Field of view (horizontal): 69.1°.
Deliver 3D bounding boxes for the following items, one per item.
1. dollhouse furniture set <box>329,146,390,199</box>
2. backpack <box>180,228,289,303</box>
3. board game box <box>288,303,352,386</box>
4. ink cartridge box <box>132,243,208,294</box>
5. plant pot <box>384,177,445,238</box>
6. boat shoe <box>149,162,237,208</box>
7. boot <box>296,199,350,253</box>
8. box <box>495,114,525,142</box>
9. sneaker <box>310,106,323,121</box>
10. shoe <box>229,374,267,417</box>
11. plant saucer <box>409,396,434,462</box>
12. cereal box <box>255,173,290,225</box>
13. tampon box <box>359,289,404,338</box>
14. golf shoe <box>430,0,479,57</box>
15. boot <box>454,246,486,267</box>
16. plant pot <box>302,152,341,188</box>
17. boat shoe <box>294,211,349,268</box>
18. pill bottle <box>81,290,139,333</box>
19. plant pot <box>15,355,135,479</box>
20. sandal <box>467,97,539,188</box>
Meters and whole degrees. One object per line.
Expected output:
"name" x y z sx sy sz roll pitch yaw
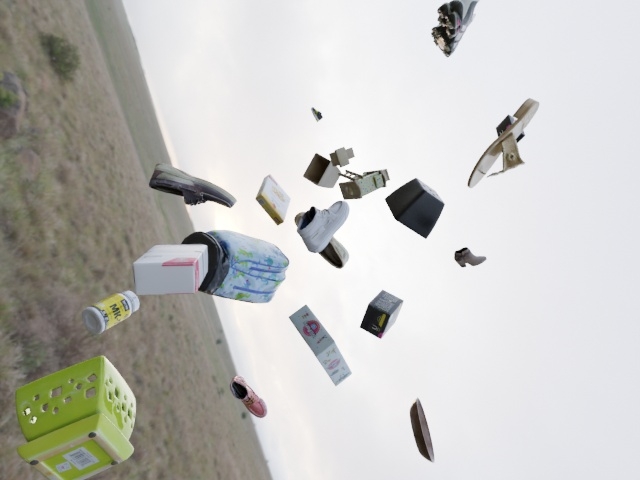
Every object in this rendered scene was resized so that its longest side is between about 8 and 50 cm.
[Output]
"dollhouse furniture set" 0.145 -0.233 1.441 0.101 0.182 0.160 4 -62 58
"backpack" -0.283 0.096 1.642 0.355 0.273 0.290 41 -2 -43
"board game box" 0.004 0.430 1.897 0.224 0.098 0.303 48 -10 40
"ink cartridge box" -0.405 0.075 1.279 0.218 0.159 0.092 -111 -159 -76
"plant pot" 0.413 -0.150 1.973 0.167 0.188 0.187 -49 -153 22
"boat shoe" -0.409 -0.155 1.486 0.103 0.285 0.092 113 0 -76
"boot" 0.011 -0.084 1.671 0.095 0.258 0.123 1 -43 40
"box" 0.597 -0.343 1.464 0.062 0.052 0.083 -51 -158 44
"sneaker" -0.013 -0.515 1.887 0.031 0.035 0.083 58 8 -59
"shoe" -0.251 0.549 1.609 0.178 0.063 0.081 52 -3 3
"plant saucer" 0.318 0.602 1.473 0.198 0.036 0.198 -17 90 -76
"cereal box" -0.223 -0.199 2.223 0.173 0.047 0.240 51 24 -24
"tampon box" 0.247 0.293 1.858 0.102 0.161 0.120 26 -63 20
"golf shoe" 0.420 -0.659 1.435 0.105 0.120 0.273 56 5 2
"boot" 0.582 0.060 1.815 0.042 0.119 0.087 -95 161 -55
"plant pot" 0.017 -0.262 1.814 0.109 0.096 0.109 39 -77 46
"boat shoe" 0.000 0.000 1.979 0.302 0.109 0.098 47 24 -3
"pill bottle" -0.874 0.294 1.947 0.208 0.119 0.119 -37 115 -59
"plant pot" -0.610 0.469 1.178 0.207 0.227 0.228 -124 -162 -48
"sandal" 0.436 -0.204 1.052 0.079 0.240 0.088 39 8 28
